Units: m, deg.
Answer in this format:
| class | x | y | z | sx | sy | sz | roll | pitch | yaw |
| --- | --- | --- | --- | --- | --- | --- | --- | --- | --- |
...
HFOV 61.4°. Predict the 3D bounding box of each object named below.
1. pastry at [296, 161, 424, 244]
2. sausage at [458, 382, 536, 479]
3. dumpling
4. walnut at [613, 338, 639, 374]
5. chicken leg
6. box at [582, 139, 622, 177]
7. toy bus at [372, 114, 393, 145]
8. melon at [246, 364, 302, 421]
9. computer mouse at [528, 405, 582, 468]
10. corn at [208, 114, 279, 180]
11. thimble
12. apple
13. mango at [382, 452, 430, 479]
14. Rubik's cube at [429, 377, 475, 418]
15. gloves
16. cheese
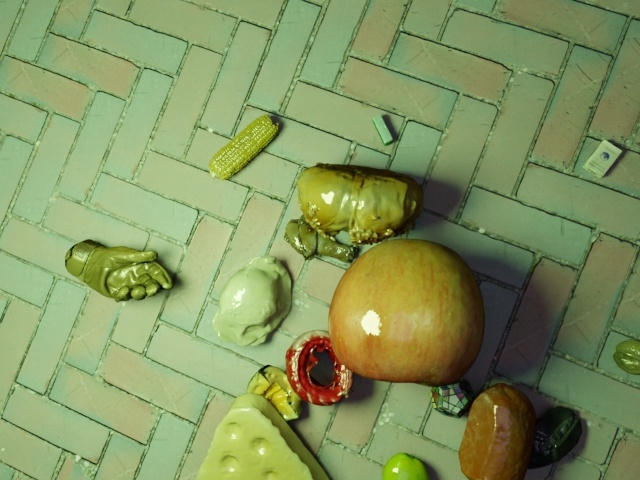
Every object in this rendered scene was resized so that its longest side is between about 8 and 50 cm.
| class | x | y | z | sx | sy | sz | roll | pitch | yaw |
| --- | --- | --- | --- | --- | --- | --- | --- | --- | --- |
| pastry | 0.095 | -0.084 | 1.335 | 0.316 | 0.284 | 0.184 | 7 | 105 | 2 |
| sausage | 0.430 | 0.478 | 1.300 | 0.141 | 0.153 | 0.268 | 13 | 89 | -26 |
| dumpling | -0.168 | 0.164 | 1.423 | 0.193 | 0.147 | 0.258 | 29 | 84 | -22 |
| walnut | 0.762 | 0.283 | 1.308 | 0.092 | 0.092 | 0.092 | -1 | 86 | 8 |
| chicken leg | -0.005 | 0.006 | 1.438 | 0.196 | 0.080 | 0.125 | 39 | 79 | 8 |
| box | 0.720 | -0.209 | 1.379 | 0.054 | 0.024 | 0.083 | 37 | 92 | 11 |
| toy bus | 0.167 | -0.298 | 1.454 | 0.031 | 0.037 | 0.083 | -25 | 82 | 5 |
| melon | -0.128 | 0.404 | 1.427 | 0.128 | 0.079 | 0.160 | -38 | 97 | 21 |
| computer mouse | 0.559 | 0.492 | 1.330 | 0.192 | 0.062 | 0.106 | -40 | 82 | 5 |
| corn | -0.214 | -0.254 | 1.484 | 0.238 | 0.080 | 0.080 | -43 | 82 | 4 |
| thimble | -0.005 | 0.323 | 1.371 | 0.163 | 0.125 | 0.189 | -20 | 80 | -13 |
| apple | 0.203 | 0.166 | 1.255 | 0.364 | 0.364 | 0.363 | -1 | 86 | 8 |
| mango | 0.222 | 0.617 | 1.360 | 0.117 | 0.089 | 0.163 | -22 | 95 | -2 |
| Rubik's cube | 0.330 | 0.390 | 1.353 | 0.111 | 0.093 | 0.111 | -1 | 84 | 9 |
| gloves | -0.538 | 0.090 | 1.473 | 0.331 | 0.141 | 0.154 | 16 | 62 | 18 |
| cheese | -0.167 | 0.565 | 1.369 | 0.384 | 0.104 | 0.383 | 1 | 100 | 6 |
